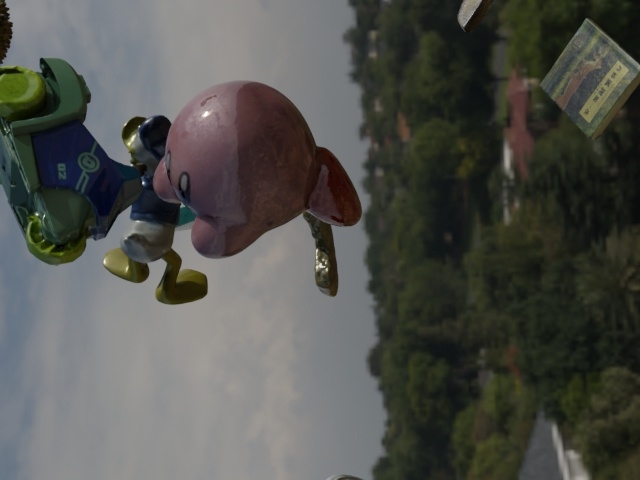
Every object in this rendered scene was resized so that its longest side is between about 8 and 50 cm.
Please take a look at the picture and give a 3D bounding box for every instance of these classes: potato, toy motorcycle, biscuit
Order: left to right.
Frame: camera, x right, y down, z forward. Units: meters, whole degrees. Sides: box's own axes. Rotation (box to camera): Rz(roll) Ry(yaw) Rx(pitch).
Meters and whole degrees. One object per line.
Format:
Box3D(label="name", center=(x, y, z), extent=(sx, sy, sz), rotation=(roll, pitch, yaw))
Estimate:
Box3D(label="toy motorcycle", center=(-0.390, -0.108, 1.769), extent=(0.326, 0.199, 0.191), rotation=(59, 150, 27))
Box3D(label="biscuit", center=(0.000, 0.000, 2.021), extent=(0.174, 0.038, 0.184), rotation=(60, -158, -78))
Box3D(label="potato", center=(0.259, -0.393, 1.970), extent=(0.093, 0.036, 0.037), rotation=(-57, -30, -7))

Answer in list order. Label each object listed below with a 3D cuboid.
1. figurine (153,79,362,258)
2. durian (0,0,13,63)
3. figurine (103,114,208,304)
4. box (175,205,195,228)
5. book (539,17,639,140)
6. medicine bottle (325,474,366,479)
Box3D(label="figurine", center=(-0.101, -0.130, 1.672), extent=(0.270, 0.261, 0.211), rotation=(54, 155, 34))
Box3D(label="durian", center=(-0.753, -0.454, 2.352), extent=(0.293, 0.258, 0.258), rotation=(60, 170, 27))
Box3D(label="figurine", center=(-0.273, -0.099, 2.068), extent=(0.338, 0.204, 0.284), rotation=(98, -175, -46))
Box3D(label="box", center=(-0.248, -0.061, 2.477), extent=(0.226, 0.160, 0.042), rotation=(-17, -92, -75))
Box3D(label="book", center=(0.505, -0.302, 2.162), extent=(0.160, 0.024, 0.228), rotation=(-57, 30, 22))
Box3D(label="medicine bottle", center=(-0.009, 0.604, 2.019), extent=(0.242, 0.242, 0.395), rotation=(-82, 14, -77))
